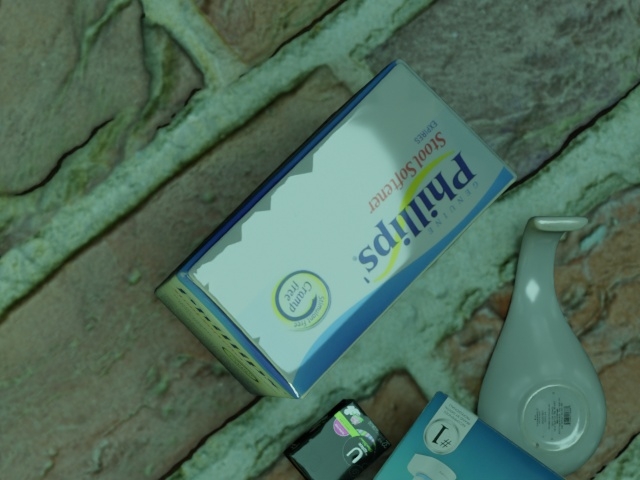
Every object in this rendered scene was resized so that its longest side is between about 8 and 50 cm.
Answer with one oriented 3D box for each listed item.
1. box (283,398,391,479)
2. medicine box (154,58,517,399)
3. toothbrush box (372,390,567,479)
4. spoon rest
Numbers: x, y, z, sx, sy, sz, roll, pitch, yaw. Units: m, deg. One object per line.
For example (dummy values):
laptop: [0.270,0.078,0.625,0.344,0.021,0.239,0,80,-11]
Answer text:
box: [0.016,0.204,1.339,0.083,0.052,0.062,-40,91,-11]
medicine box: [0.000,0.000,1.236,0.149,0.289,0.263,45,78,-3]
toothbrush box: [0.111,0.327,1.280,0.216,0.126,0.295,34,77,12]
spoon rest: [0.229,0.109,1.387,0.137,0.084,0.276,1,97,-9]
